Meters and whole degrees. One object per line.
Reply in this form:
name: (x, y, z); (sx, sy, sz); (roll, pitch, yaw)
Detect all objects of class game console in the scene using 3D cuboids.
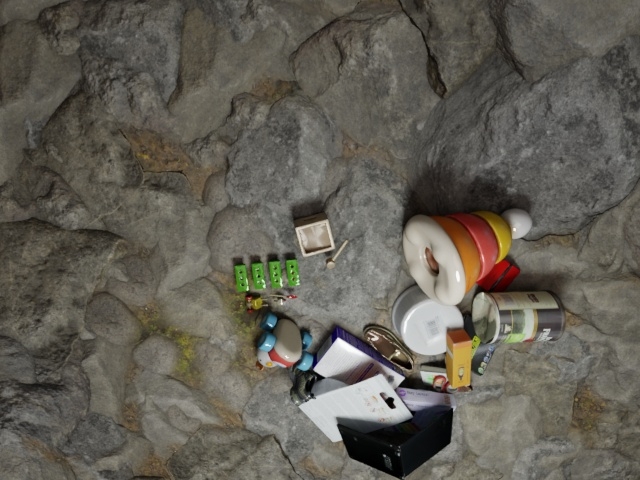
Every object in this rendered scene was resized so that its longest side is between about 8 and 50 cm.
game console: (0.716, 0.142, 1.769); (0.124, 0.085, 0.144); (39, 103, 21)

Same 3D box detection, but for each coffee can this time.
coffee can: (0.768, 0.298, 1.705); (0.276, 0.201, 0.201); (-1, 106, -6)

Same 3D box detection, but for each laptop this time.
laptop: (0.324, 0.826, 1.845); (0.409, 0.236, 0.381); (11, 140, 24)

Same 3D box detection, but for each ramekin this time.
ramekin: (0.434, 0.323, 1.750); (0.278, 0.135, 0.276); (0, 106, -1)

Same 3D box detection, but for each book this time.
book: (0.505, 0.581, 1.842); (0.144, 0.035, 0.096); (-2, 122, 28)

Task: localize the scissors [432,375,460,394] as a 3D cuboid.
scissors: (0.527, 0.684, 1.882); (0.109, 0.021, 0.296); (12, 131, 15)

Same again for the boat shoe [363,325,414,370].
boat shoe: (0.291, 0.448, 1.801); (0.258, 0.095, 0.095); (35, 102, -10)

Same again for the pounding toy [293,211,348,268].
pounding toy: (0.010, 0.003, 1.676); (0.181, 0.094, 0.205); (-16, 115, -2)

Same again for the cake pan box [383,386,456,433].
cake pan box: (0.413, 0.734, 1.861); (0.267, 0.070, 0.245); (9, 125, -3)

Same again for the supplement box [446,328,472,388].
supplement box: (0.536, 0.463, 1.693); (0.078, 0.080, 0.233); (-10, 116, -5)

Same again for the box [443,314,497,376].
box: (0.628, 0.434, 1.801); (0.184, 0.045, 0.190); (34, 80, -12)

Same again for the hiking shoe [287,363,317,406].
hiking shoe: (-0.065, 0.550, 1.768); (0.114, 0.226, 0.086); (-22, 141, 15)

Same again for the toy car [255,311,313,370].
toy car: (-0.186, 0.453, 1.749); (0.219, 0.210, 0.238); (32, 115, -21)

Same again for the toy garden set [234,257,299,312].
toy garden set: (-0.205, 0.178, 1.739); (0.245, 0.049, 0.203); (-6, 104, -1)

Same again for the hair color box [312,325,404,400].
hair color box: (0.156, 0.529, 1.815); (0.339, 0.110, 0.185); (34, 104, -8)

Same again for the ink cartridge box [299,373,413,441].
ink cartridge box: (0.140, 0.670, 1.794); (0.385, 0.091, 0.308); (-26, 118, 17)

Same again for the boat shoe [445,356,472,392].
boat shoe: (0.589, 0.558, 1.845); (0.073, 0.073, 0.206); (-11, 117, 36)

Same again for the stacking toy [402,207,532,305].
stacking toy: (0.582, 0.007, 1.622); (0.481, 0.351, 0.350); (-20, 106, -15)
